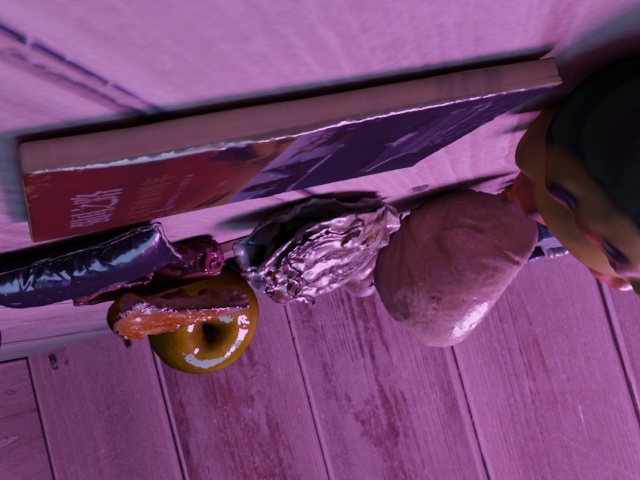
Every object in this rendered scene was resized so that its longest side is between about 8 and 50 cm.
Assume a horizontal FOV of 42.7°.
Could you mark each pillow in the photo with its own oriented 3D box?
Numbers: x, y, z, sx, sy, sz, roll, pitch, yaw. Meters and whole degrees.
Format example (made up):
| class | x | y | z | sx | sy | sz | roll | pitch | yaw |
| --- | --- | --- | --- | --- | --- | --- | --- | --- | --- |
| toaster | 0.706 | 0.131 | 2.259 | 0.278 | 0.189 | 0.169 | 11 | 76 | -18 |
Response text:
| class | x | y | z | sx | sy | sz | roll | pitch | yaw |
| --- | --- | --- | --- | --- | --- | --- | --- | --- | --- |
| pillow | -0.261 | 0.030 | 0.890 | 0.208 | 0.055 | 0.141 | -15 | 167 | -5 |

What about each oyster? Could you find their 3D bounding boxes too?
| class | x | y | z | sx | sy | sz | roll | pitch | yaw |
| --- | --- | --- | --- | --- | --- | --- | --- | --- | --- |
| oyster | 0.000 | 0.000 | 1.101 | 0.198 | 0.112 | 0.267 | -38 | 160 | 14 |

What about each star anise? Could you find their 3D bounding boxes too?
| class | x | y | z | sx | sy | sz | roll | pitch | yaw |
| --- | --- | --- | --- | --- | --- | --- | --- | --- | --- |
| star anise | -0.167 | 0.067 | 1.526 | 0.129 | 0.056 | 0.124 | -17 | 175 | 27 |

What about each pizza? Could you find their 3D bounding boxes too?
| class | x | y | z | sx | sy | sz | roll | pitch | yaw |
| --- | --- | --- | --- | --- | --- | --- | --- | --- | --- |
| pizza | -0.194 | 0.089 | 1.120 | 0.195 | 0.052 | 0.185 | -7 | 165 | -15 |

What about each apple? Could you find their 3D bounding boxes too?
| class | x | y | z | sx | sy | sz | roll | pitch | yaw |
| --- | --- | --- | --- | --- | --- | --- | --- | --- | --- |
| apple | -0.204 | 0.128 | 1.398 | 0.196 | 0.196 | 0.157 | -14 | -162 | -11 |

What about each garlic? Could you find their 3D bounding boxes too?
| class | x | y | z | sx | sy | sz | roll | pitch | yaw |
| --- | --- | --- | --- | --- | --- | --- | --- | --- | --- |
| garlic | 0.095 | 0.019 | 1.503 | 0.194 | 0.127 | 0.131 | -38 | -154 | 34 |

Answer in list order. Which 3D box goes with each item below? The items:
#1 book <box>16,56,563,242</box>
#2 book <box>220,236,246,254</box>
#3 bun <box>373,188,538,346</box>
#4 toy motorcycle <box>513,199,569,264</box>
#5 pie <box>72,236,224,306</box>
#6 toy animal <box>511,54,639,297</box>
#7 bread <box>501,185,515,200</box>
| class | x | y | z | sx | sy | sz | roll | pitch | yaw |
| --- | --- | --- | --- | --- | --- | --- | --- | --- | --- |
| book | -0.039 | -0.064 | 0.641 | 0.373 | 0.028 | 0.262 | -13 | 176 | -19 |
| book | -0.054 | -0.001 | 1.307 | 0.162 | 0.022 | 0.232 | -16 | 175 | 14 |
| bun | 0.201 | 0.037 | 1.339 | 0.281 | 0.204 | 0.281 | -54 | 172 | -11 |
| toy motorcycle | 0.426 | -0.034 | 1.385 | 0.198 | 0.109 | 0.296 | -9 | 168 | -15 |
| pie | -0.237 | 0.045 | 1.101 | 0.218 | 0.054 | 0.204 | -12 | 174 | -30 |
| toy animal | 0.296 | -0.063 | 0.742 | 0.191 | 0.216 | 0.338 | -42 | 169 | 3 |
| bread | 0.401 | -0.077 | 1.500 | 0.132 | 0.074 | 0.053 | -15 | 159 | -12 |
